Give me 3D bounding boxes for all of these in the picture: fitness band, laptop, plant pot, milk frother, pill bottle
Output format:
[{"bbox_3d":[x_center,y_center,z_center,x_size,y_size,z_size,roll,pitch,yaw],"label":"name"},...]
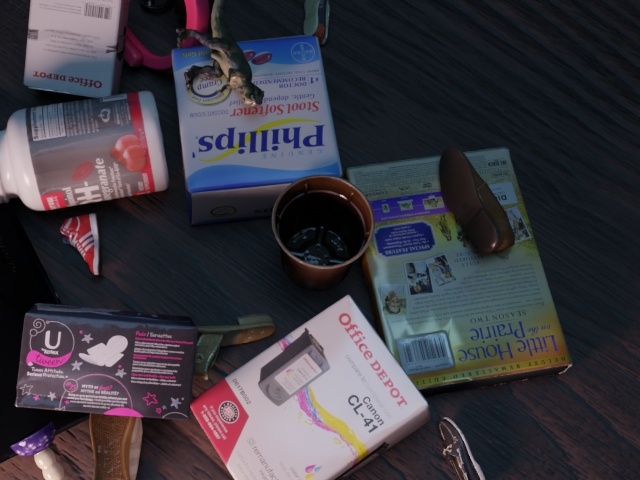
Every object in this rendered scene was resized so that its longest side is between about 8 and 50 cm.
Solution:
[{"bbox_3d":[-0.319,-0.443,1.866,0.291,0.209,0.054,51,27,15],"label":"fitness band"},{"bbox_3d":[-0.625,0.202,1.600,0.408,0.236,0.381,-28,86,13],"label":"laptop"},{"bbox_3d":[0.000,0.000,1.710,0.167,0.165,0.166,1,66,-3],"label":"plant pot"},{"bbox_3d":[-0.269,-0.496,1.918,0.143,0.134,0.129,-7,34,-13],"label":"milk frother"},{"bbox_3d":[-0.427,-0.146,1.732,0.319,0.176,0.176,-10,68,-9],"label":"pill bottle"}]

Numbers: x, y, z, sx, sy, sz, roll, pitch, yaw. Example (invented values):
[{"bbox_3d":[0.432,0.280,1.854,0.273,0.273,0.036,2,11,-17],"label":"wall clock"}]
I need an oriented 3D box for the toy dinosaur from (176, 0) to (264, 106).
[{"bbox_3d":[-0.180,-0.318,1.732,0.118,0.064,0.268,-12,65,-17],"label":"toy dinosaur"}]

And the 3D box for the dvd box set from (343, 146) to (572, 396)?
[{"bbox_3d":[0.229,0.049,1.765,0.308,0.062,0.420,-9,67,-9],"label":"dvd box set"}]

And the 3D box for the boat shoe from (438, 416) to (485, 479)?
[{"bbox_3d":[0.221,0.347,1.646,0.038,0.046,0.125,-23,79,-19],"label":"boat shoe"}]

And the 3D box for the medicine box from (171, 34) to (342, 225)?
[{"bbox_3d":[-0.116,-0.193,1.793,0.264,0.149,0.289,-7,67,-8],"label":"medicine box"}]

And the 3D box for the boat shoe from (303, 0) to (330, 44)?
[{"bbox_3d":[-0.002,-0.441,1.969,0.043,0.049,0.137,29,56,-39],"label":"boat shoe"}]

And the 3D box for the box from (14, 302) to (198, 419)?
[{"bbox_3d":[-0.316,0.175,1.525,0.248,0.163,0.142,7,91,-11],"label":"box"}]

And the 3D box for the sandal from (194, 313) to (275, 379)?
[{"bbox_3d":[-0.182,0.185,1.658,0.240,0.088,0.079,-13,62,-15],"label":"sandal"}]

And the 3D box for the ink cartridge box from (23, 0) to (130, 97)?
[{"bbox_3d":[-0.432,-0.373,1.821,0.160,0.092,0.219,9,102,-1],"label":"ink cartridge box"}]

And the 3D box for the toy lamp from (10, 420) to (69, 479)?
[{"bbox_3d":[-0.366,0.408,1.520,0.080,0.080,0.274,-30,91,-16],"label":"toy lamp"}]

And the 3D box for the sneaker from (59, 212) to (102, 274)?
[{"bbox_3d":[-0.409,0.009,1.739,0.067,0.042,0.118,-6,60,-12],"label":"sneaker"}]

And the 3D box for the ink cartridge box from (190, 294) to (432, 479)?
[{"bbox_3d":[-0.014,0.263,1.585,0.306,0.131,0.226,-35,72,-3],"label":"ink cartridge box"}]

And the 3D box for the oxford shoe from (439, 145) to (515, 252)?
[{"bbox_3d":[0.269,-0.070,1.762,0.076,0.076,0.212,-2,60,-39],"label":"oxford shoe"}]

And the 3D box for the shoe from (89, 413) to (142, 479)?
[{"bbox_3d":[-0.322,0.317,1.610,0.077,0.058,0.218,-5,63,8],"label":"shoe"}]
